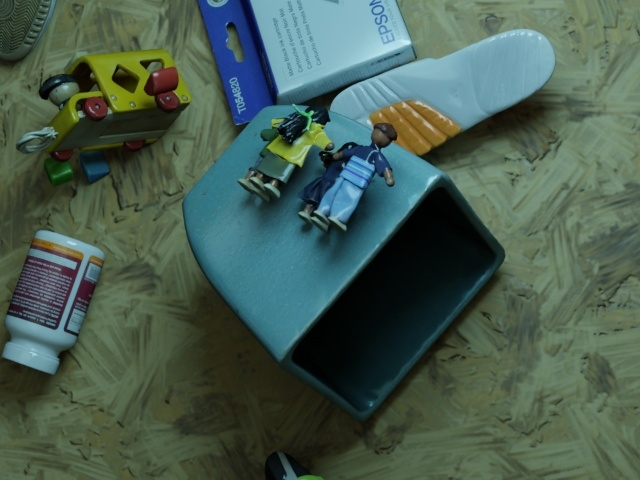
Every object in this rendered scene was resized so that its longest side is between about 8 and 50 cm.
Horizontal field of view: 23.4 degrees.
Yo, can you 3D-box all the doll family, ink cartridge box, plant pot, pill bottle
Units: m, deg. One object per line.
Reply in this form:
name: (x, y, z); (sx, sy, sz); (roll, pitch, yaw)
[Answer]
doll family: (0.002, -0.078, 1.500); (0.193, 0.076, 0.111); (29, 77, 30)
ink cartridge box: (-0.027, -0.266, 1.772); (0.224, 0.045, 0.223); (-21, 65, 6)
plant pot: (0.000, 0.000, 1.642); (0.252, 0.248, 0.247); (39, 88, 30)
pill bottle: (-0.308, 0.071, 1.755); (0.086, 0.086, 0.152); (17, 82, 13)

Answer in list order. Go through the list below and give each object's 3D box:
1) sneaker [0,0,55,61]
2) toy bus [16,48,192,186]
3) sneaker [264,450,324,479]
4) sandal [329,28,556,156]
sneaker: (-0.327, -0.359, 1.851); (0.099, 0.153, 0.282); (20, 113, 11)
toy bus: (-0.251, -0.161, 1.737); (0.191, 0.202, 0.104); (-27, 74, -1)
sneaker: (0.038, 0.308, 1.662); (0.097, 0.084, 0.234); (-37, 74, -23)
sandal: (0.142, -0.160, 1.722); (0.265, 0.076, 0.102); (-19, 96, 18)
